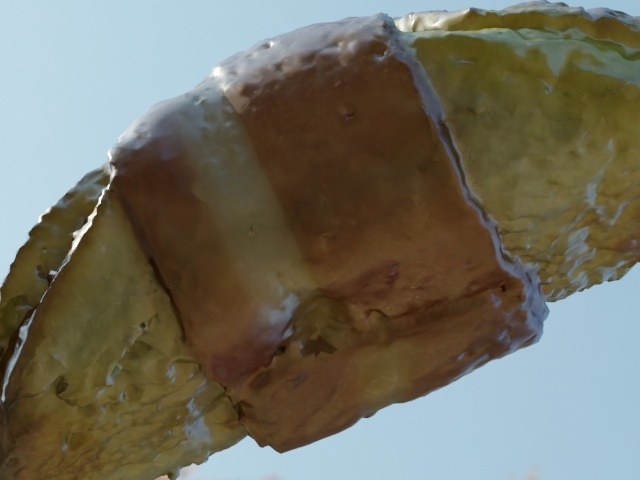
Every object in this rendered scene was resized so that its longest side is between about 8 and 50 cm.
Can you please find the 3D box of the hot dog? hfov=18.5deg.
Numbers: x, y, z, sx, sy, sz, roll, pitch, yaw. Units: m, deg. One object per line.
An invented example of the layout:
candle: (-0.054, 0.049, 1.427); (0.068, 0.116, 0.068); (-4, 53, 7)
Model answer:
hot dog: (-0.001, -0.006, 0.549); (0.262, 0.093, 0.123); (-22, -38, 0)
